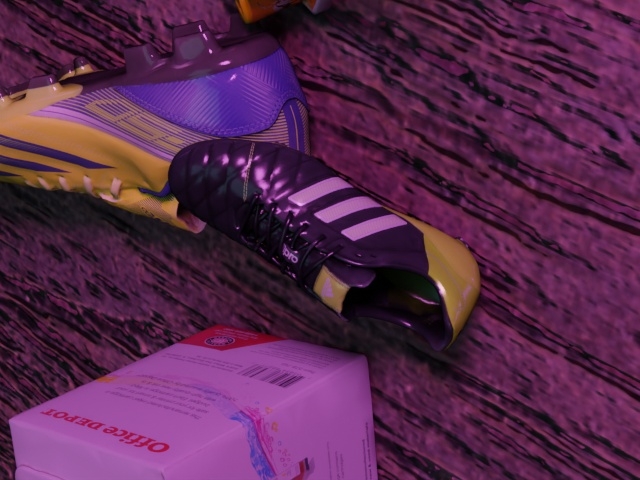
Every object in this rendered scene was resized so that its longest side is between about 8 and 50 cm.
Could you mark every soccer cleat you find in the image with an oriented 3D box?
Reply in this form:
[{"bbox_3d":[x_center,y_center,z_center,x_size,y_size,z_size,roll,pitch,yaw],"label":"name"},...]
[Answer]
[{"bbox_3d":[-0.123,-0.054,0.894,0.289,0.093,0.121,-8,107,43],"label":"soccer cleat"},{"bbox_3d":[0.000,0.000,0.772,0.179,0.072,0.060,23,127,-1],"label":"soccer cleat"}]

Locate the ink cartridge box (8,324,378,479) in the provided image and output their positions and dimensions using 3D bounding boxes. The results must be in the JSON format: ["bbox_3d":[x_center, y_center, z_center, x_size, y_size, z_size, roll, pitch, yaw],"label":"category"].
[{"bbox_3d":[-0.069,0.141,0.857,0.128,0.176,0.127,10,111,39],"label":"ink cartridge box"}]

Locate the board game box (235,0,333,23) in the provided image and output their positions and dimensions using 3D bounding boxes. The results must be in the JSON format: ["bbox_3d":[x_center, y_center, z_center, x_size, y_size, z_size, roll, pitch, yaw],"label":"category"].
[{"bbox_3d":[-0.082,-0.316,0.638,0.390,0.050,0.390,63,170,5],"label":"board game box"}]
